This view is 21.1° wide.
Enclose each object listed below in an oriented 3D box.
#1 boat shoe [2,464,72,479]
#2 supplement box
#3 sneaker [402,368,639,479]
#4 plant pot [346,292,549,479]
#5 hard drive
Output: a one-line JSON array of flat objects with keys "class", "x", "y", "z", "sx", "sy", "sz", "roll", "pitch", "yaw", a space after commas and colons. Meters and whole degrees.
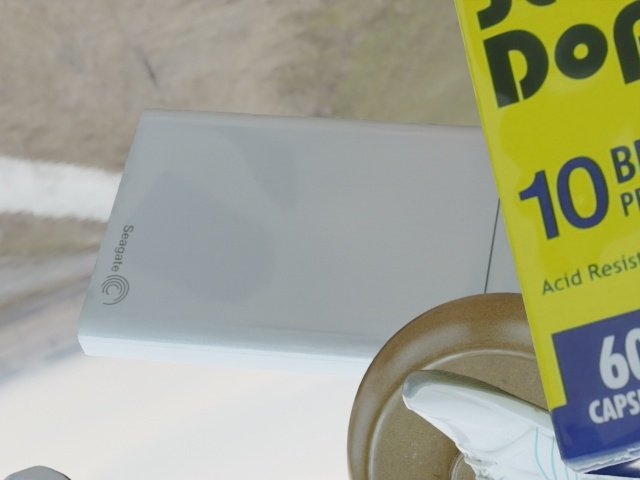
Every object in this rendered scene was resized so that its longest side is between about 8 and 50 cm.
[{"class": "boat shoe", "x": -0.081, "y": 0.256, "z": 1.035, "sx": 0.105, "sy": 0.306, "sz": 0.113, "roll": -24, "pitch": 156, "yaw": -43}, {"class": "supplement box", "x": 0.188, "y": -0.088, "z": 0.761, "sx": 0.194, "sy": 0.356, "sz": 0.195, "roll": -19, "pitch": 162, "yaw": 25}, {"class": "sneaker", "x": 0.099, "y": 0.108, "z": 0.800, "sx": 0.061, "sy": 0.152, "sz": 0.054, "roll": -61, "pitch": -162, "yaw": -2}, {"class": "plant pot", "x": 0.118, "y": 0.150, "z": 1.058, "sx": 0.236, "sy": 0.236, "sz": 0.032, "roll": -24, "pitch": -178, "yaw": 29}, {"class": "hard drive", "x": 0.000, "y": 0.000, "z": 1.399, "sx": 0.353, "sy": 0.233, "sz": 0.047, "roll": 4, "pitch": 146, "yaw": 13}]
